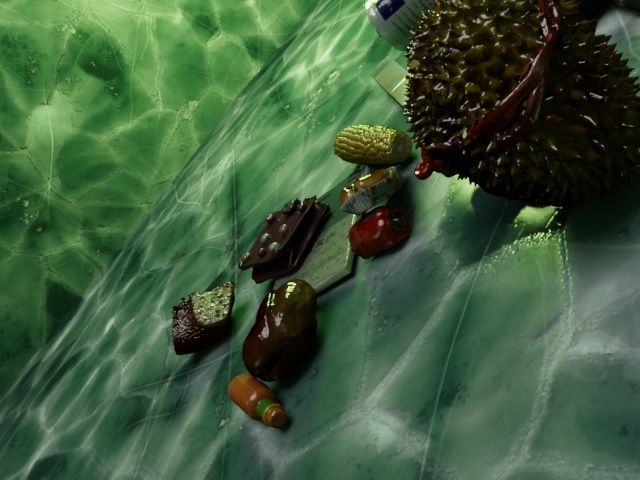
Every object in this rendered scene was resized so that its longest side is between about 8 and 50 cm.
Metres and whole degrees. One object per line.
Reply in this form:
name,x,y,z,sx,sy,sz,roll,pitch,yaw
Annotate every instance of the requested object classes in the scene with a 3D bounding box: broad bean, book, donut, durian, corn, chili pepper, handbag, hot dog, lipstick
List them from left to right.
donut,-0.285,0.203,1.849,0.187,0.144,0.126,-11,39,7
broad bean,-0.077,0.177,1.497,0.156,0.122,0.228,-51,10,45
handbag,-0.091,-0.009,1.793,0.203,0.074,0.216,-17,38,54
book,0.000,0.000,1.744,0.264,0.031,0.379,-34,27,33
corn,0.123,-0.234,1.807,0.101,0.101,0.310,-54,24,-12
hot dog,0.113,-0.111,1.564,0.131,0.069,0.253,-28,2,21
chili pepper,0.131,-0.030,1.490,0.084,0.086,0.192,-31,-3,-40
lipstick,0.213,-0.390,1.913,0.076,0.080,0.371,-43,24,11
durian,0.291,-0.209,1.107,0.348,0.384,0.347,-35,18,13

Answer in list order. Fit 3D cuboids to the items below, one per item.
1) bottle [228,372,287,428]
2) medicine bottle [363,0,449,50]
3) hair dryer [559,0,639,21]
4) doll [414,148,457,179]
bottle,-0.116,0.312,1.426,0.069,0.069,0.187,-53,26,-9
medicine bottle,0.305,-0.708,2.101,0.332,0.190,0.189,-35,27,30
hair dryer,0.557,-0.450,1.389,0.189,0.107,0.352,-46,28,13
doll,0.312,-0.250,1.415,0.363,0.160,0.182,-47,25,5
